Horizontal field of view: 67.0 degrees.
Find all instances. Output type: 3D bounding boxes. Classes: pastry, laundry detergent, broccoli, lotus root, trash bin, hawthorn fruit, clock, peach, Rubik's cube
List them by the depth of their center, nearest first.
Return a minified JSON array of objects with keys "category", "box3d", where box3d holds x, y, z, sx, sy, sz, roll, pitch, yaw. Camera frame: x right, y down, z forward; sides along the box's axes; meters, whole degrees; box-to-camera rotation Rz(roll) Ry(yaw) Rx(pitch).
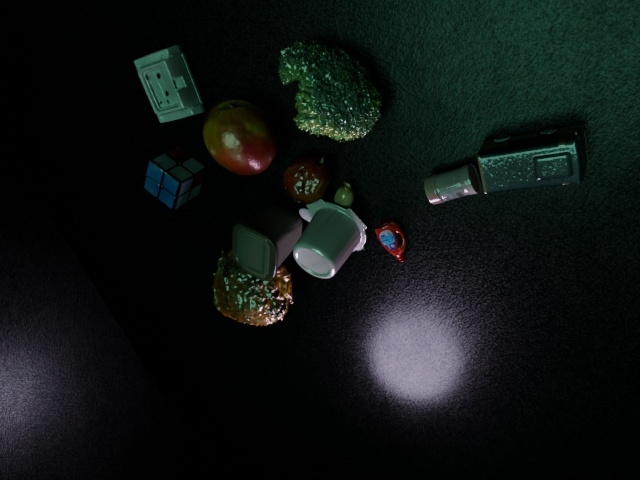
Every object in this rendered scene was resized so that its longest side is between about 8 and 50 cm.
[{"category":"broccoli","box3d":[0.000,-0.450,1.524,0.375,0.249,0.302,40,129,-5]},{"category":"peach","box3d":[-0.293,-0.369,1.761,0.281,0.238,0.280,2,124,2]},{"category":"hawthorn fruit","box3d":[-0.047,-0.219,1.763,0.179,0.173,0.173,-6,116,35]},{"category":"lotus root","box3d":[0.088,-0.153,1.785,0.073,0.062,0.150,28,136,16]},{"category":"laundry detergent","box3d":[0.275,0.006,1.788,0.097,0.049,0.165,-22,109,35]},{"category":"clock","box3d":[-0.601,-0.598,1.882,0.231,0.116,0.262,-2,117,33]},{"category":"trash bin","box3d":[-0.206,-0.008,1.932,0.219,0.250,0.219,23,128,18]},{"category":"Rubik's cube","box3d":[-0.621,-0.270,2.062,0.183,0.180,0.167,38,132,7]},{"category":"pastry","box3d":[-0.301,0.178,2.097,0.405,0.292,0.337,1,111,44]}]

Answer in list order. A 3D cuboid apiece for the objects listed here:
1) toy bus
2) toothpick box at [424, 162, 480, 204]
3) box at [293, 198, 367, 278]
[{"category":"toy bus","box3d":[0.594,-0.227,1.362,0.275,0.167,0.138,-4,116,32]},{"category":"toothpick box","box3d":[0.420,-0.179,1.543,0.149,0.098,0.098,-14,111,36]},{"category":"box","box3d":[0.000,0.000,1.804,0.291,0.206,0.262,24,145,15]}]
